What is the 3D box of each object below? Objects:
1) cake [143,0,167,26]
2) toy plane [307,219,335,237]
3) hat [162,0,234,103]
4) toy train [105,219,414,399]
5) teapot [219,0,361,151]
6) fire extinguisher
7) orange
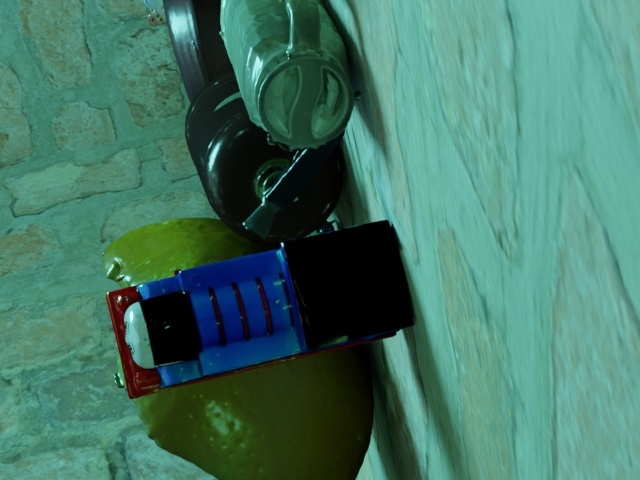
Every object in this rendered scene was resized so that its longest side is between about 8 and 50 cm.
[{"bbox_3d":[-0.191,-0.393,2.156,0.090,0.109,0.225,107,150,-81],"label":"cake"},{"bbox_3d":[0.003,-0.001,1.476,0.080,0.033,0.083,60,-166,-22],"label":"toy plane"},{"bbox_3d":[-0.129,-0.242,1.999,0.205,0.089,0.205,167,90,-90],"label":"hat"},{"bbox_3d":[-0.043,0.048,1.185,0.131,0.204,0.083,141,116,-79],"label":"toy train"},{"bbox_3d":[-0.023,-0.148,1.194,0.200,0.077,0.107,-111,23,-62],"label":"teapot"},{"bbox_3d":[-0.044,-0.077,1.417,0.135,0.114,0.337,-57,14,7],"label":"fire extinguisher"},{"bbox_3d":[-0.070,0.107,1.469,0.262,0.196,0.334,36,-156,-29],"label":"orange"}]
